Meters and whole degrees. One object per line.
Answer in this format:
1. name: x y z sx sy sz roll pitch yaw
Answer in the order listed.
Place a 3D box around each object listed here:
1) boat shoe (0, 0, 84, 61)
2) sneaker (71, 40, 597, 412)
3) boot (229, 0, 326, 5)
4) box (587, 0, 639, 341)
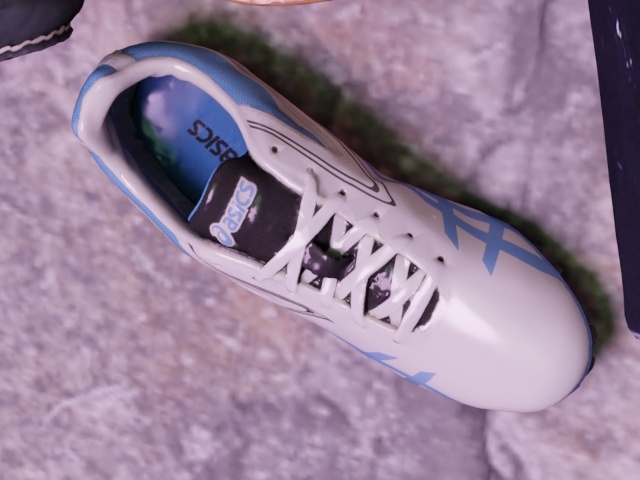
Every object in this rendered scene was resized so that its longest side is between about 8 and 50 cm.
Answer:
1. boat shoe: -0.232 -0.058 0.784 0.340 0.127 0.113 -6 103 28
2. sneaker: 0.000 0.000 0.717 0.237 0.086 0.085 32 114 12
3. boot: 0.026 -0.138 0.586 0.283 0.220 0.109 -11 100 27
4. box: 0.220 -0.150 0.375 0.312 0.179 0.343 -11 102 -10
